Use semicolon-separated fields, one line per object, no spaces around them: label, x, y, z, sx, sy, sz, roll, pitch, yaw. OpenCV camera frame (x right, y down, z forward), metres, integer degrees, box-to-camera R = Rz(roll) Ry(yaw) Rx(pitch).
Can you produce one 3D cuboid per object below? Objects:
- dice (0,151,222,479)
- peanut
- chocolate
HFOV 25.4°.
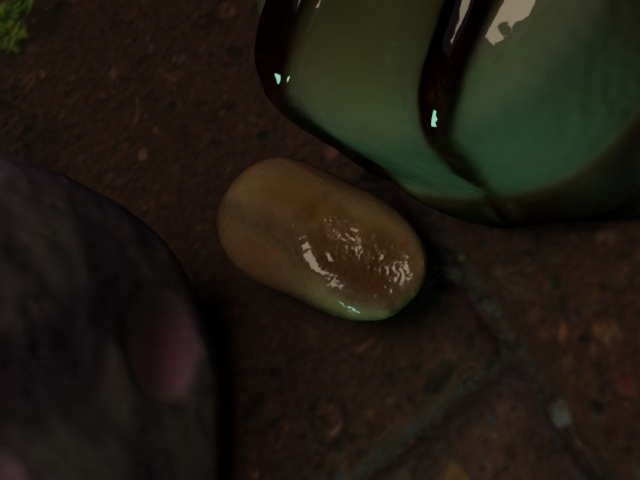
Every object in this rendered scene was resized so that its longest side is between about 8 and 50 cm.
dice;-0.232;0.112;0.793;0.270;0.271;0.270;-11;65;32
peanut;0.000;0.000;0.803;0.152;0.076;0.076;26;88;42
chocolate;0.091;-0.151;0.724;0.284;0.186;0.283;-14;63;30
